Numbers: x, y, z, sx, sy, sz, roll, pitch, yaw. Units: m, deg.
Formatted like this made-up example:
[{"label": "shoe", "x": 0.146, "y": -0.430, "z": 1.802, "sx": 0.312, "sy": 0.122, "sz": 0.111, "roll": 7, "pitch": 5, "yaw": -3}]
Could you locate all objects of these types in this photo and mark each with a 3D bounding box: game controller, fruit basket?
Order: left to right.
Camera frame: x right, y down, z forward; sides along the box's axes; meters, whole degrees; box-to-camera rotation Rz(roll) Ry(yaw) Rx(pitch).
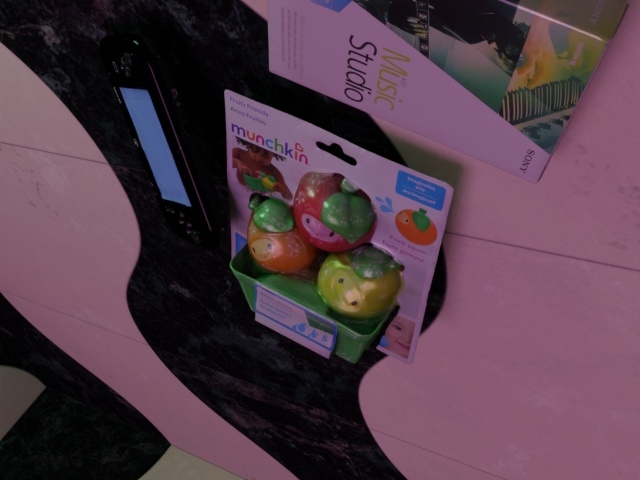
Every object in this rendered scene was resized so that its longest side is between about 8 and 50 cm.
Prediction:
[{"label": "game controller", "x": -0.222, "y": -0.137, "z": 1.196, "sx": 0.166, "sy": 0.067, "sz": 0.319, "roll": 9, "pitch": 124, "yaw": 46}, {"label": "fruit basket", "x": 0.000, "y": 0.000, "z": 1.141, "sx": 0.327, "sy": 0.165, "sz": 0.353, "roll": 26, "pitch": 146, "yaw": 18}]

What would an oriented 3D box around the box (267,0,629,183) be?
[{"label": "box", "x": 0.099, "y": -0.192, "z": 0.817, "sx": 0.321, "sy": 0.058, "sz": 0.232, "roll": 23, "pitch": 155, "yaw": 10}]
